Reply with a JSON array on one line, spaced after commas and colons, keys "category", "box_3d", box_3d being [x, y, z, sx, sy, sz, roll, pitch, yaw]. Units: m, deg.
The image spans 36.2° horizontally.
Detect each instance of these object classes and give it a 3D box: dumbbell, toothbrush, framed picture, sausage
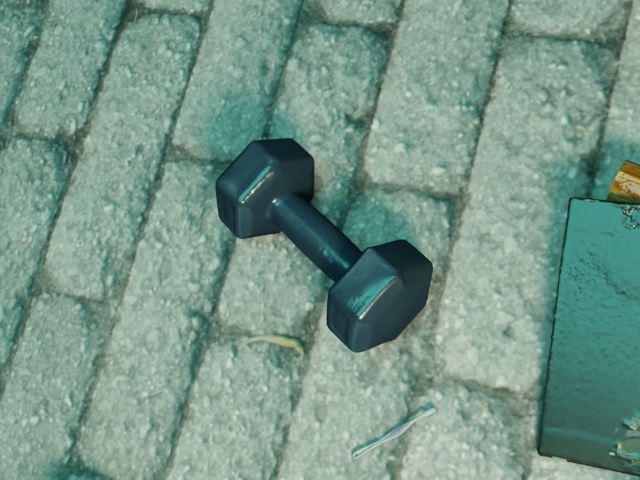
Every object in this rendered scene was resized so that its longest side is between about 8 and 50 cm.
[{"category": "dumbbell", "box_3d": [0.000, 0.000, 1.329, 0.325, 0.160, 0.144, 44, 121, 26]}, {"category": "toothbrush", "box_3d": [0.096, 0.253, 1.285, 0.131, 0.013, 0.011, -32, 55, 11]}, {"category": "framed picture", "box_3d": [0.397, 0.120, 1.164, 0.244, 0.013, 0.324, 8, 91, 24]}, {"category": "sausage", "box_3d": [0.468, -0.026, 1.189, 0.234, 0.071, 0.071, 26, 85, 26]}]
